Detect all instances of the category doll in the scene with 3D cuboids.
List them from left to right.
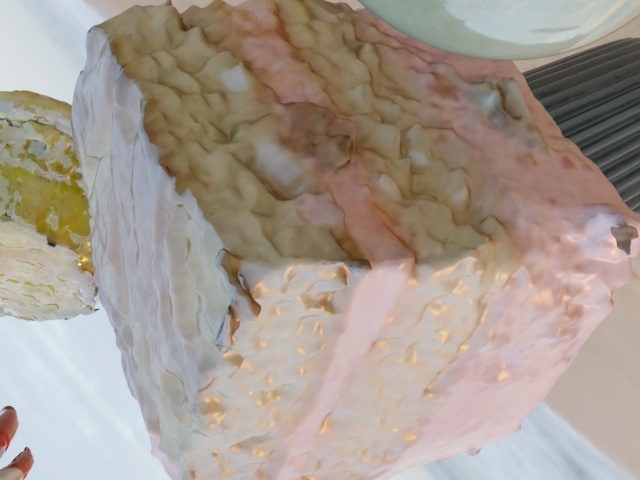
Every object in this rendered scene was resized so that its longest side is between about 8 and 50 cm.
[{"bbox_3d":[-0.470,0.299,1.583,0.384,0.188,0.099,-143,51,-76],"label":"doll"}]

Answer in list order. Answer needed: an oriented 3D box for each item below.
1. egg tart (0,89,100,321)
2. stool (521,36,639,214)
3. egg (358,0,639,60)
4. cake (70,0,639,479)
[{"bbox_3d":[-0.294,-0.013,1.224,0.341,0.341,0.132,53,-140,-44],"label":"egg tart"},{"bbox_3d":[0.350,-0.119,1.712,0.297,0.330,0.297,46,152,35],"label":"stool"},{"bbox_3d":[0.090,-0.192,0.642,0.253,0.186,0.186,39,170,42],"label":"egg"},{"bbox_3d":[0.000,0.000,0.887,0.314,0.307,0.293,63,148,35],"label":"cake"}]
